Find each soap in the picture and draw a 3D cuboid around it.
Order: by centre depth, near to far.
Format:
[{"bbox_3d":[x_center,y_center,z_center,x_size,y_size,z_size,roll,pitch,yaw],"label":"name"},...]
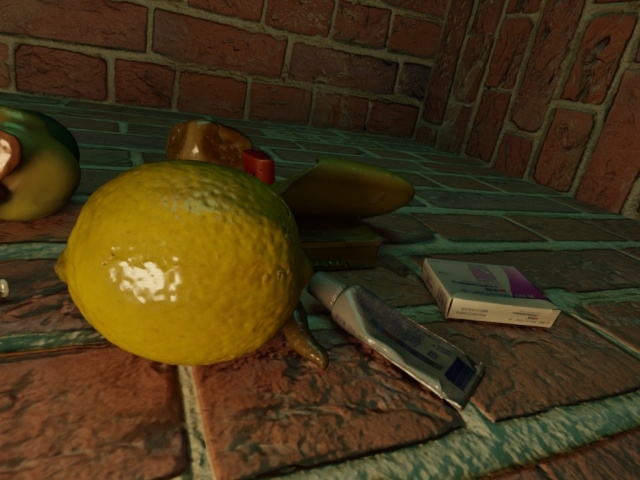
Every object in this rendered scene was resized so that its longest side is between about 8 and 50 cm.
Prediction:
[{"bbox_3d":[0.000,0.002,0.869,0.233,0.076,0.135,-2,23,-27],"label":"soap"},{"bbox_3d":[0.021,-0.107,0.963,0.306,0.115,0.427,-16,-13,42],"label":"soap"}]

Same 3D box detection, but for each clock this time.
[{"bbox_3d":[-0.159,-0.143,1.055,0.061,0.155,0.113,-16,32,-31],"label":"clock"}]

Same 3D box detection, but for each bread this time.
[{"bbox_3d":[-0.312,-0.228,1.176,0.196,0.176,0.246,8,4,-35],"label":"bread"}]

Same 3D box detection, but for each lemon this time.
[{"bbox_3d":[-0.149,0.025,0.513,0.268,0.267,0.267,9,21,-4],"label":"lemon"}]

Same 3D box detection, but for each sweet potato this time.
[{"bbox_3d":[-0.057,0.098,0.629,0.069,0.059,0.250,-29,44,-29],"label":"sweet potato"}]

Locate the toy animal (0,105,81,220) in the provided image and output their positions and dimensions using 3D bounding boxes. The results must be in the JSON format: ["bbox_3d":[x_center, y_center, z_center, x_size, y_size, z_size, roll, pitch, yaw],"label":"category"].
[{"bbox_3d":[-0.568,-0.138,0.816,0.191,0.216,0.338,31,8,-25],"label":"toy animal"}]

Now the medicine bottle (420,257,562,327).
[{"bbox_3d":[0.309,0.097,0.804,0.201,0.052,0.171,7,22,-5],"label":"medicine bottle"}]

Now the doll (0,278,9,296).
[{"bbox_3d":[-0.437,0.076,0.534,0.058,0.040,0.085,14,20,37],"label":"doll"}]

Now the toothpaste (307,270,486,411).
[{"bbox_3d":[0.098,0.130,0.625,0.283,0.068,0.099,32,59,25],"label":"toothpaste"}]
